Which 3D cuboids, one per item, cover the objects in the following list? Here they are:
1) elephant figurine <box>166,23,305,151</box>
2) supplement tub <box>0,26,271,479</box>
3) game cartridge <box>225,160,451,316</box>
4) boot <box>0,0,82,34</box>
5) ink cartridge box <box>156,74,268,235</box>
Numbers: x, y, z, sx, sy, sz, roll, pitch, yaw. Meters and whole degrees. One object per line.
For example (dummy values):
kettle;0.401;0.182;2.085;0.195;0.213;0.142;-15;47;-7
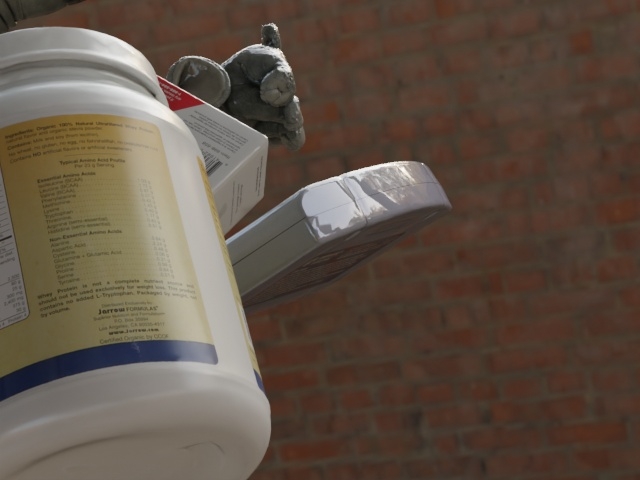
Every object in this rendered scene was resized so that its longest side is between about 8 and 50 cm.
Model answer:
elephant figurine;-0.152;-0.182;2.098;0.239;0.169;0.186;-13;23;-3
supplement tub;-0.176;0.031;1.050;0.228;0.316;0.228;-13;-29;-7
game cartridge;0.000;0.000;1.324;0.198;0.062;0.297;-38;-10;24
boot;-0.380;-0.352;1.711;0.161;0.247;0.083;-21;-13;3
ink cartridge box;-0.221;-0.053;1.770;0.197;0.114;0.273;30;52;19
